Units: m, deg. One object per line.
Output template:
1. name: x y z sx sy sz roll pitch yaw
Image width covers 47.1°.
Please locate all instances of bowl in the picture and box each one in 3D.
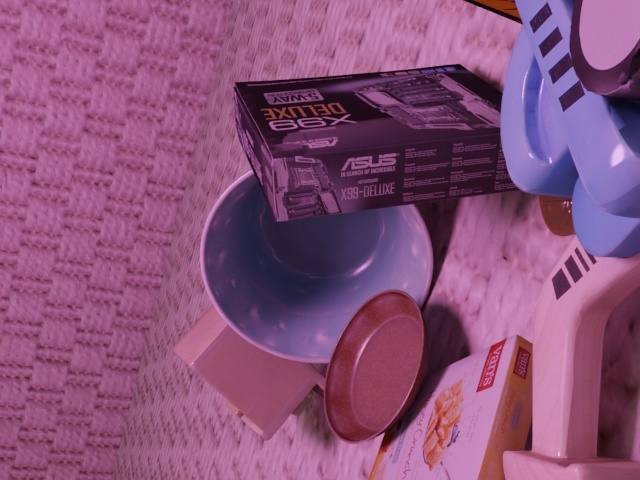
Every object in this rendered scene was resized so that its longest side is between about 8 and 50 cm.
1. bowl: 0.000 0.000 1.039 0.163 0.311 0.312 -78 10 -64

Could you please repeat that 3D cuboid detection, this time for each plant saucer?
1. plant saucer: 0.075 0.159 0.917 0.198 0.036 0.199 -45 31 36

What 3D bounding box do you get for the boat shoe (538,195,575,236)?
1. boat shoe: 0.254 -0.079 0.743 0.056 0.048 0.153 -16 71 52

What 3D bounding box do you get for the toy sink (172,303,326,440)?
1. toy sink: -0.099 0.215 1.152 0.131 0.234 0.153 -49 18 -13

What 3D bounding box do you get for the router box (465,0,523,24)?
1. router box: 0.213 -0.250 0.731 0.133 0.178 0.046 -143 69 -67

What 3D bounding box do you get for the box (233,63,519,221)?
1. box: 0.068 -0.124 0.851 0.242 0.307 0.077 -117 23 -58

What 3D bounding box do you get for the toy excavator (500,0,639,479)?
1. toy excavator: 0.244 -0.033 0.579 0.445 0.222 0.433 108 161 -54

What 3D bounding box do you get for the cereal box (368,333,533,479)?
1. cereal box: 0.136 0.214 0.796 0.240 0.047 0.173 -46 15 54
